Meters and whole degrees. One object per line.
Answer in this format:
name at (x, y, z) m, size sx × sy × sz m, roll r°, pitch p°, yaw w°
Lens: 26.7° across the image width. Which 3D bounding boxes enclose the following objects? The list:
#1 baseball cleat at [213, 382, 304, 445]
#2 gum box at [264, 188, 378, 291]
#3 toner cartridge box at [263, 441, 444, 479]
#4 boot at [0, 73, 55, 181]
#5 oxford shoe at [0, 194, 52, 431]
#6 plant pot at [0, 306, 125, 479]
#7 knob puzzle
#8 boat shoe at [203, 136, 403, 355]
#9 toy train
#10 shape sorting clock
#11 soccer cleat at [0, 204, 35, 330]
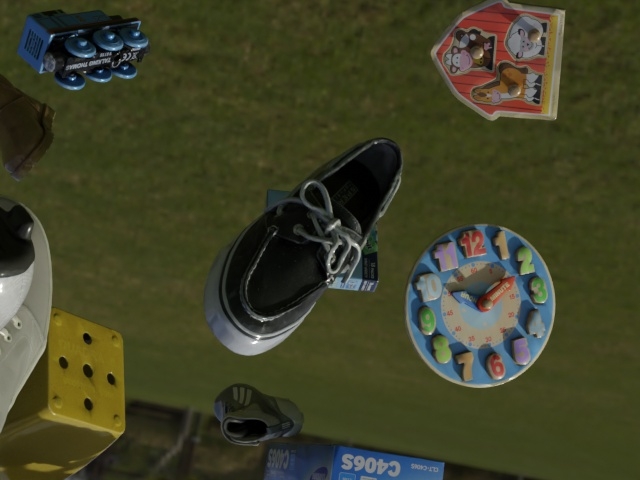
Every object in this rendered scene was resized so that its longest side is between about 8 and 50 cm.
baseball cleat at (-0.116, 0.250, 1.941) m, size 0.109 × 0.072 × 0.206 m, roll -10°, pitch -177°, yaw -38°
gum box at (0.000, 0.000, 2.194) m, size 0.185 × 0.156 × 0.041 m, roll 5°, pitch 148°, yaw -8°
toner cartridge box at (0.039, 0.343, 1.967) m, size 0.165 × 0.075 × 0.348 m, roll 10°, pitch 170°, yaw -15°
boot at (-0.546, -0.223, 2.085) m, size 0.269 × 0.089 × 0.236 m, roll 38°, pitch -167°, yaw -23°
oxford shoe at (-0.396, 0.120, 1.502) m, size 0.169 × 0.449 × 0.130 m, roll 20°, pitch 140°, yaw -11°
plant pot at (-0.372, 0.193, 1.752) m, size 0.187 × 0.212 × 0.212 m, roll -19°, pitch 152°, yaw 28°
knob puzzle at (0.257, -0.266, 1.989) m, size 0.213 × 0.213 × 0.030 m, roll 9°, pitch -152°, yaw 14°
boat shoe at (-0.004, -0.004, 1.371) m, size 0.113 × 0.306 × 0.105 m, roll 49°, pitch 137°, yaw -2°
toy train at (-0.318, -0.268, 1.835) m, size 0.105 × 0.080 × 0.184 m, roll 42°, pitch -143°, yaw 21°
shape sorting clock at (0.201, 0.081, 1.680) m, size 0.206 × 0.206 × 0.040 m, roll 14°, pitch 171°, yaw -16°
soccer cleat at (-0.367, -0.032, 1.060) m, size 0.331 × 0.143 × 0.116 m, roll 39°, pitch -151°, yaw 17°
